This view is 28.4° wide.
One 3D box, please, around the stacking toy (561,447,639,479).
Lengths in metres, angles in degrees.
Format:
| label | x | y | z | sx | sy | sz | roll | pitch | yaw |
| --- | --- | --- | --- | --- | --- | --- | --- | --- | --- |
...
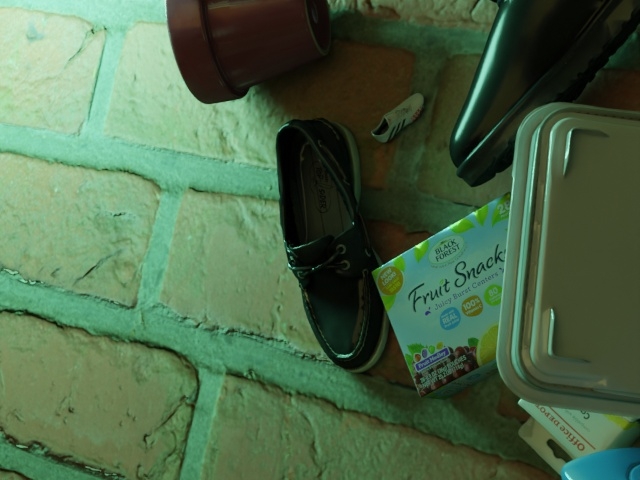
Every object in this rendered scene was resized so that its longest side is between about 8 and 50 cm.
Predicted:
| label | x | y | z | sx | sy | sz | roll | pitch | yaw |
| --- | --- | --- | --- | --- | --- | --- | --- | --- | --- |
| stacking toy | 0.309 | 0.369 | 1.226 | 0.166 | 0.175 | 0.301 | -127 | 44 | -63 |

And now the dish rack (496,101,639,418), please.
| label | x | y | z | sx | sy | sz | roll | pitch | yaw |
| --- | --- | --- | --- | --- | --- | --- | --- | --- | --- |
| dish rack | 0.340 | 0.017 | 1.321 | 0.286 | 0.072 | 0.332 | 7 | 80 | -1 |

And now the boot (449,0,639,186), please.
| label | x | y | z | sx | sy | sz | roll | pitch | yaw |
| --- | --- | --- | --- | --- | --- | --- | --- | --- | --- |
| boot | 0.147 | -0.335 | 1.494 | 0.445 | 0.146 | 0.367 | 43 | 93 | 11 |

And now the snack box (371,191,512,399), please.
| label | x | y | z | sx | sy | sz | roll | pitch | yaw |
| --- | --- | --- | --- | --- | --- | --- | --- | --- | --- |
| snack box | 0.185 | 0.069 | 1.507 | 0.207 | 0.070 | 0.174 | -30 | 66 | 24 |

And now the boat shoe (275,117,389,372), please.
| label | x | y | z | sx | sy | sz | roll | pitch | yaw |
| --- | --- | --- | --- | --- | --- | --- | --- | --- | --- |
| boat shoe | 0.003 | -0.002 | 1.612 | 0.127 | 0.113 | 0.340 | -12 | 74 | 30 |

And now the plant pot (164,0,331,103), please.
| label | x | y | z | sx | sy | sz | roll | pitch | yaw |
| --- | --- | --- | --- | --- | --- | --- | --- | --- | --- |
| plant pot | -0.088 | -0.296 | 1.695 | 0.180 | 0.201 | 0.201 | -8 | 76 | 15 |

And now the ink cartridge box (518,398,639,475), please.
| label | x | y | z | sx | sy | sz | roll | pitch | yaw |
| --- | --- | --- | --- | --- | --- | --- | --- | --- | --- |
| ink cartridge box | 0.306 | 0.176 | 1.408 | 0.115 | 0.067 | 0.198 | 43 | 104 | 30 |

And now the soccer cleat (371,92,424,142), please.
| label | x | y | z | sx | sy | sz | roll | pitch | yaw |
| --- | --- | --- | --- | --- | --- | --- | --- | --- | --- |
| soccer cleat | 0.100 | -0.158 | 1.626 | 0.083 | 0.035 | 0.029 | -43 | 61 | 19 |
